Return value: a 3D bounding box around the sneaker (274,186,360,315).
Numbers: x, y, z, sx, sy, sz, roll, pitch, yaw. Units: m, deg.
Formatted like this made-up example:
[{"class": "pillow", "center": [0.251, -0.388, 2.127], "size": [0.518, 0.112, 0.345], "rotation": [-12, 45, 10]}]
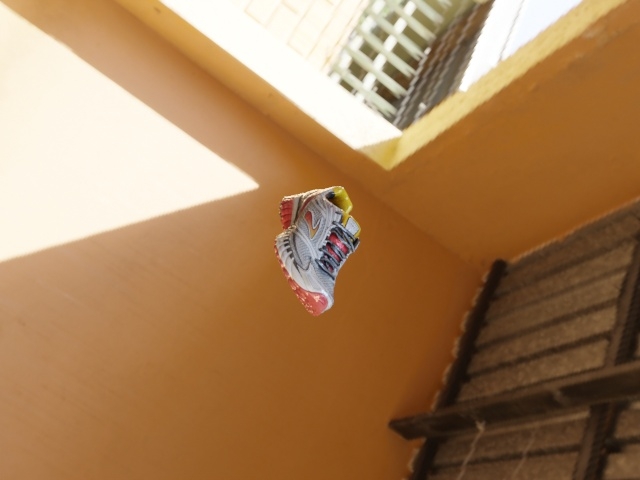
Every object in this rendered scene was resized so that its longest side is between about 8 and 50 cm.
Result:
[{"class": "sneaker", "center": [0.000, 0.000, 1.018], "size": [0.092, 0.088, 0.225], "rotation": [-21, -146, 14]}]
